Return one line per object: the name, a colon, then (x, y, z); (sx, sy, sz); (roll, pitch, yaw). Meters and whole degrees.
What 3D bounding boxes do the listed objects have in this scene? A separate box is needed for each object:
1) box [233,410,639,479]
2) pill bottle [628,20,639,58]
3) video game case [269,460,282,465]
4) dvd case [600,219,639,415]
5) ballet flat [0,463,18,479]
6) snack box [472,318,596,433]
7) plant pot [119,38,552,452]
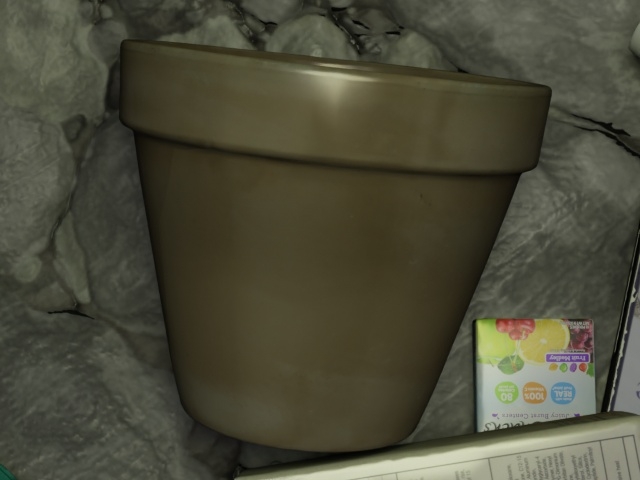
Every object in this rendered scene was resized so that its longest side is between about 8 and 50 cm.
box: (0.097, 0.225, 0.964); (0.311, 0.121, 0.148); (-8, 84, 1)
pill bottle: (0.394, -0.124, 1.015); (0.272, 0.152, 0.152); (40, 85, 14)
video game case: (0.018, 0.396, 1.025); (0.329, 0.036, 0.300); (32, 85, 4)
dvd case: (0.350, 0.062, 1.065); (0.180, 0.022, 0.253); (13, 84, 3)
ballet flat: (-0.357, 0.201, 1.027); (0.409, 0.147, 0.147); (43, 86, 9)
snack box: (0.180, 0.136, 1.052); (0.100, 0.037, 0.141); (0, 84, 2)
plant pot: (0.000, 0.000, 0.962); (0.323, 0.323, 0.280); (6, 100, 2)
